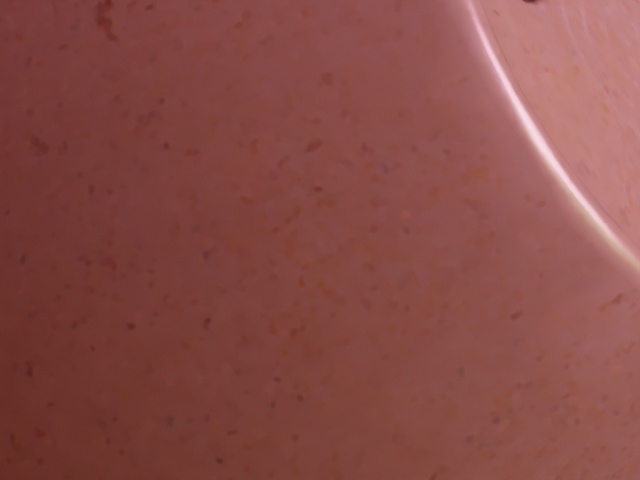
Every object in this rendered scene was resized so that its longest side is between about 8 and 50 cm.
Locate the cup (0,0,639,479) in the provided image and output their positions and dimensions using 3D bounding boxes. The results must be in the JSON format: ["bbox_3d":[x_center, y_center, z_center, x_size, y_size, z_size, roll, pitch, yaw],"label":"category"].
[{"bbox_3d":[0.000,0.000,0.539,0.331,0.237,0.331,31,43,-33],"label":"cup"}]
